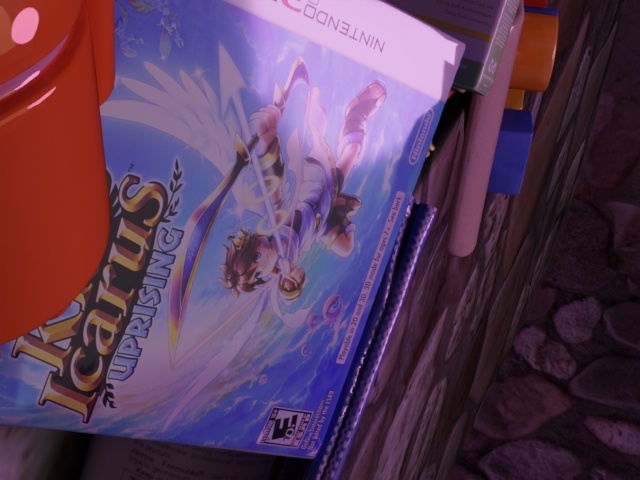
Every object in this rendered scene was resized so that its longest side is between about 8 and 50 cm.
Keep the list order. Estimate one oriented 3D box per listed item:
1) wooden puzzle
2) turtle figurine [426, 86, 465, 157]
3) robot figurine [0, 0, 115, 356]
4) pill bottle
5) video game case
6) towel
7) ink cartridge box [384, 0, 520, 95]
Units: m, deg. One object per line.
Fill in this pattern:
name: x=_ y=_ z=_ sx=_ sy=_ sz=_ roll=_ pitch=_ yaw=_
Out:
wooden puzzle: x=0.219 y=-0.198 z=1.362 sx=0.347 sy=0.081 sz=0.322 roll=-75 pitch=173 yaw=-47
turtle figurine: x=0.105 y=-0.165 z=1.132 sx=0.269 sy=0.087 sz=0.217 roll=-78 pitch=-173 yaw=-55
robot figurine: x=-0.142 y=-0.045 z=0.409 sx=0.219 sy=0.158 sz=0.128 roll=94 pitch=-19 yaw=-45
pill bottle: x=-0.079 y=0.105 z=0.788 sx=0.131 sy=0.131 sz=0.229 roll=-13 pitch=121 yaw=-71
video game case: x=-0.059 y=-0.023 z=0.626 sx=0.244 sy=0.061 sz=0.269 roll=16 pitch=94 yaw=-42
towel: x=-0.002 y=0.115 z=0.879 sx=0.336 sy=0.040 sz=0.243 roll=119 pitch=-7 yaw=-73
ink cartridge box: x=0.070 y=-0.234 z=0.791 sx=0.056 sy=0.171 sz=0.235 roll=-3 pitch=112 yaw=-72
